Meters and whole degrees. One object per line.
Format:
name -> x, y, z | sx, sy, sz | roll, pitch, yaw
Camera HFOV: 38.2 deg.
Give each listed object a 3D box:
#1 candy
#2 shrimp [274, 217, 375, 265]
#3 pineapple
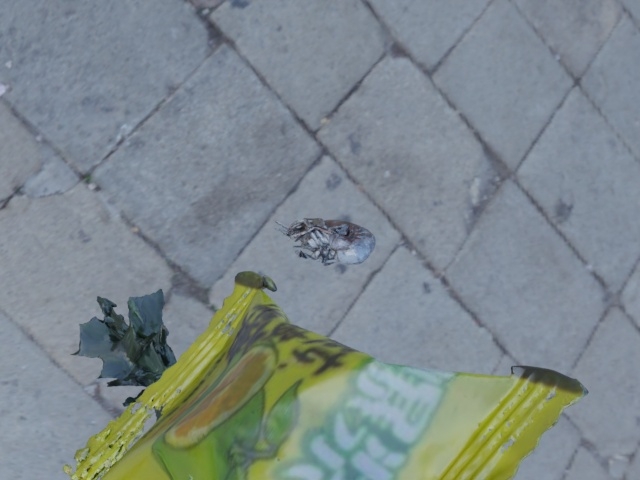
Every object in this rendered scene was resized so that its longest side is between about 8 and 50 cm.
candy -> -0.021, 0.107, 0.504 | 0.187, 0.297, 0.081 | -47, 119, -18
shrimp -> 0.000, 0.000, 1.105 | 0.065, 0.165, 0.056 | -39, 119, -40
pineapple -> -0.171, 0.175, 1.102 | 0.130, 0.119, 0.277 | -56, 136, -24
